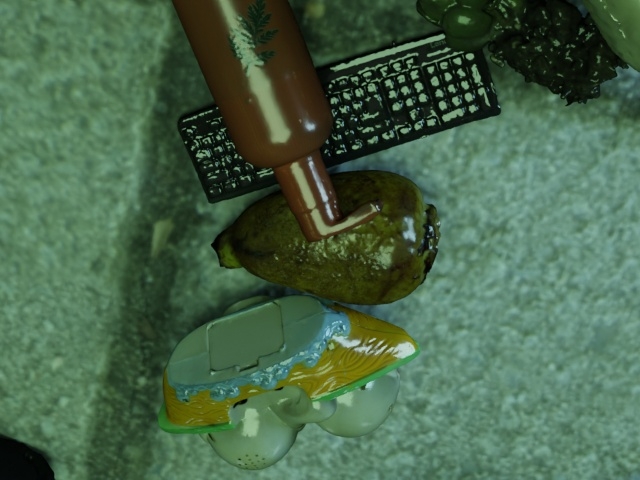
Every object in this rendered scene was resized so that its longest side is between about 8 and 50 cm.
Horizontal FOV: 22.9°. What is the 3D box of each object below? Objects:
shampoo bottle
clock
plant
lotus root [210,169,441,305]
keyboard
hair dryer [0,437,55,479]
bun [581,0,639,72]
[{"bbox_3d":[-0.039,-0.115,1.186,0.085,0.085,0.244,-23,99,11],"label":"shampoo bottle"},{"bbox_3d":[-0.027,0.120,1.313,0.231,0.103,0.144,-18,136,14],"label":"clock"},{"bbox_3d":[0.149,-0.161,1.191,0.174,0.087,0.085,23,147,-1],"label":"plant"},{"bbox_3d":[0.000,0.000,1.266,0.190,0.094,0.108,-2,81,8],"label":"lotus root"},{"bbox_3d":[0.013,-0.102,1.256,0.250,0.017,0.087,-16,114,9],"label":"keyboard"},{"bbox_3d":[-0.384,0.221,1.391,0.251,0.089,0.197,34,114,-4],"label":"hair dryer"},{"bbox_3d":[0.245,-0.202,1.091,0.141,0.239,0.239,-39,109,23],"label":"bun"}]
